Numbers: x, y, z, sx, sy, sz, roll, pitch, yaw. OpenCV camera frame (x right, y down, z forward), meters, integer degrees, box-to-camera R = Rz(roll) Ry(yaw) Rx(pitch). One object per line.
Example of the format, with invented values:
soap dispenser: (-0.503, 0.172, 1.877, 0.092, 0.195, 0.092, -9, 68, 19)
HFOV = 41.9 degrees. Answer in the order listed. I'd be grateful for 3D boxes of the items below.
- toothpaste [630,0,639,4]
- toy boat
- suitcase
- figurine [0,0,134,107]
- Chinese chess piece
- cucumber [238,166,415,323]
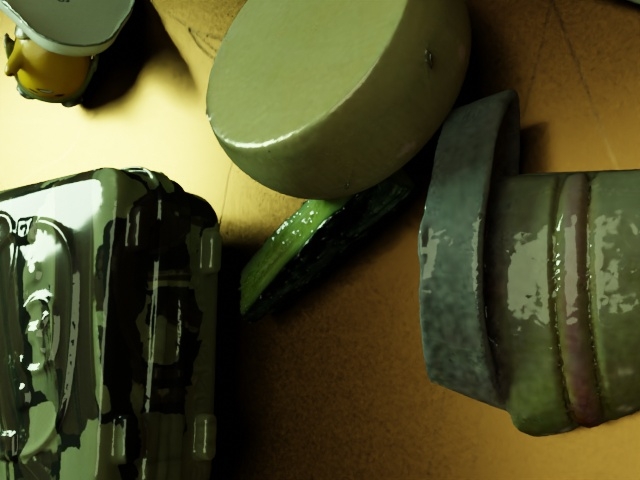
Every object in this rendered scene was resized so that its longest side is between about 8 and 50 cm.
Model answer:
toothpaste: (0.198, -0.279, 0.776, 0.314, 0.056, 0.058, 24, 134, 28)
toy boat: (0.203, 0.026, 0.681, 0.294, 0.111, 0.275, 19, 90, 27)
suitcase: (-0.260, 0.106, 0.886, 0.339, 0.194, 0.351, -7, 76, 35)
figurine: (-0.326, -0.268, 1.058, 0.141, 0.167, 0.249, 112, 158, -44)
Chinese chess piece: (0.012, -0.166, 0.785, 0.273, 0.102, 0.273, -24, 49, 32)
cucumber: (0.002, 0.000, 0.833, 0.211, 0.062, 0.078, -47, 30, 21)
